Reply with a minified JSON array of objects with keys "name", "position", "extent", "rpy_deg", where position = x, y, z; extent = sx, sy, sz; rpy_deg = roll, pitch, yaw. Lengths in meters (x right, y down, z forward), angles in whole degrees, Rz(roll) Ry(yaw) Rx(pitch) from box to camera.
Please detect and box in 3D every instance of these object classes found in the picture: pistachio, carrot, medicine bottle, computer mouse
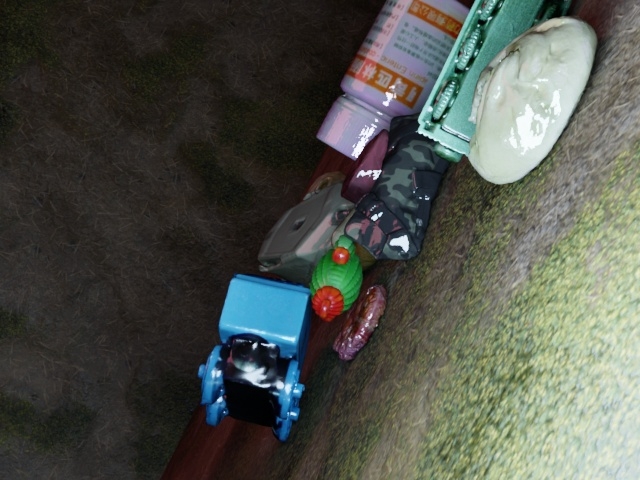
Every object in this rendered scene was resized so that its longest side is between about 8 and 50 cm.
[{"name":"pistachio","position":[0.019,-0.076,2.592],"extent":[0.152,0.126,0.223],"rpy_deg":[60,-134,-58]},{"name":"carrot","position":[0.078,0.028,2.000],"extent":[0.078,0.078,0.298],"rpy_deg":[-65,5,-26]},{"name":"medicine bottle","position":[0.166,-0.340,2.179],"extent":[0.388,0.219,0.219],"rpy_deg":[-60,7,7]},{"name":"computer mouse","position":[0.004,0.002,2.330],"extent":[0.228,0.145,0.429],"rpy_deg":[-56,17,-21]}]

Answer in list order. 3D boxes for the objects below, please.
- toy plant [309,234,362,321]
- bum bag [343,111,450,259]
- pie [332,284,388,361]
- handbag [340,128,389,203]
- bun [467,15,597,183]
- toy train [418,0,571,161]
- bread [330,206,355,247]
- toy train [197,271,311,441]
[{"name":"toy plant","position":[0.028,0.065,1.772],"extent":[0.240,0.088,0.154],"rpy_deg":[69,-143,-82]},{"name":"bum bag","position":[0.148,-0.102,1.775],"extent":[0.340,0.144,0.095],"rpy_deg":[-67,-33,-29]},{"name":"pie","position":[0.069,0.138,1.744],"extent":[0.154,0.036,0.154],"rpy_deg":[-57,8,12]},{"name":"handbag","position":[0.128,-0.121,1.962],"extent":[0.146,0.135,0.225],"rpy_deg":[-63,3,-7]},{"name":"bun","position":[0.263,-0.192,1.348],"extent":[0.237,0.116,0.210],"rpy_deg":[-60,7,3]},{"name":"toy train","position":[0.267,-0.269,1.606],"extent":[0.330,0.139,0.178],"rpy_deg":[-63,-2,0]},{"name":"bread","position":[0.096,-0.051,2.082],"extent":[0.214,0.053,0.073],"rpy_deg":[-45,-32,-34]},{"name":"toy train","position":[-0.108,0.211,1.865],"extent":[0.300,0.188,0.265],"rpy_deg":[94,-172,-65]}]
